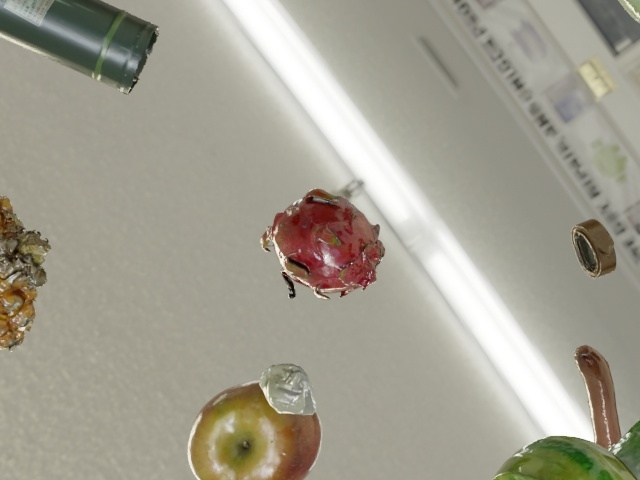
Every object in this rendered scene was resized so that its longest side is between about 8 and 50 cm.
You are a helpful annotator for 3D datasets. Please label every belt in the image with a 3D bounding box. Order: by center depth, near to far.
[{"bbox_3d":[0.393,0.012,1.696,0.036,0.059,0.083,-19,-94,-23],"label":"belt"}]

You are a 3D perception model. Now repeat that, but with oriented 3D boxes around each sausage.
[{"bbox_3d":[0.359,0.219,1.513,0.043,0.043,0.186,-58,-43,-68],"label":"sausage"}]

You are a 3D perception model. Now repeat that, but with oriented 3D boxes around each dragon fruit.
[{"bbox_3d":[0.000,0.000,1.453,0.166,0.136,0.133,31,144,44],"label":"dragon fruit"}]

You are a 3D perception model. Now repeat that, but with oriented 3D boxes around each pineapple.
[{"bbox_3d":[-0.488,0.048,1.752,0.140,0.164,0.249,-9,-84,-46],"label":"pineapple"}]

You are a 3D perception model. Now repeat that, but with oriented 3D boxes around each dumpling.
[{"bbox_3d":[-0.041,0.187,1.485,0.076,0.052,0.057,-131,29,-55],"label":"dumpling"}]

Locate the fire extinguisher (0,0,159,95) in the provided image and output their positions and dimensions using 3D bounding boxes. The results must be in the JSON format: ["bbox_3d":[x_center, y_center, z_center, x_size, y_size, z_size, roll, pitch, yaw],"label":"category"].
[{"bbox_3d":[-0.338,-0.268,1.369,0.294,0.093,0.118,24,-121,-5],"label":"fire extinguisher"}]

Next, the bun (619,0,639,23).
[{"bbox_3d":[0.390,-0.299,1.196,0.118,0.195,0.195,-9,-115,-59],"label":"bun"}]

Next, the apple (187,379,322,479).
[{"bbox_3d":[-0.111,0.348,2.053,0.173,0.235,0.210,13,-105,-73],"label":"apple"}]

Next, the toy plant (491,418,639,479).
[{"bbox_3d":[0.340,0.260,1.256,0.316,0.224,0.184,-20,-94,-29],"label":"toy plant"}]
